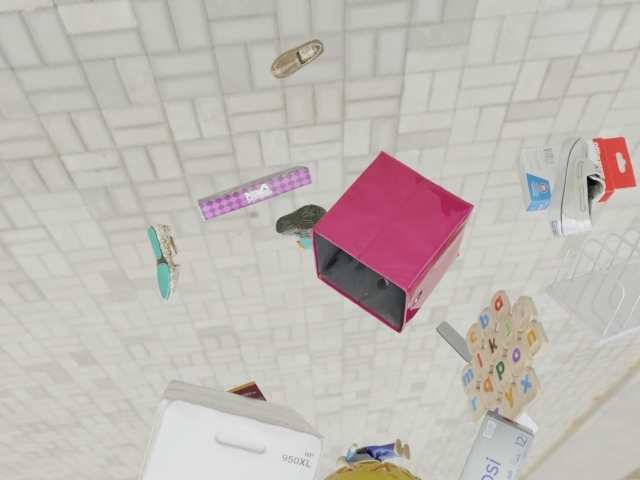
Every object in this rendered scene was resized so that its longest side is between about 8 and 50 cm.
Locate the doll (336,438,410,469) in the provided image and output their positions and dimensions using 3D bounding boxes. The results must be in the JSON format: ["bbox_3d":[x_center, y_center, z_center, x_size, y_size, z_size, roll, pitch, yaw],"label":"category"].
[{"bbox_3d":[0.118,0.524,1.655,0.189,0.046,0.129,-24,135,29],"label":"doll"}]

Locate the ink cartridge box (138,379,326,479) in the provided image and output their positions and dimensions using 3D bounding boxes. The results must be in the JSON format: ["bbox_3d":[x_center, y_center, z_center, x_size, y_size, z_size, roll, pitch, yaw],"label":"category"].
[{"bbox_3d":[-0.175,0.386,1.283,0.286,0.166,0.395,16,170,-7],"label":"ink cartridge box"}]

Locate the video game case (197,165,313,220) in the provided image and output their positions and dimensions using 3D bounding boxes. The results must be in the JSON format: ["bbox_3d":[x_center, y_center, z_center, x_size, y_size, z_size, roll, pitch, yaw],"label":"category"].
[{"bbox_3d":[-0.145,-0.103,1.436,0.232,0.041,0.210,-20,-171,-9],"label":"video game case"}]

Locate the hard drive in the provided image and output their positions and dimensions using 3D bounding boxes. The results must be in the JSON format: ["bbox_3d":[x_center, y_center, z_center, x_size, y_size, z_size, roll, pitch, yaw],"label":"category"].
[{"bbox_3d":[0.503,0.415,2.060,0.047,0.233,0.353,-41,113,0],"label":"hard drive"}]

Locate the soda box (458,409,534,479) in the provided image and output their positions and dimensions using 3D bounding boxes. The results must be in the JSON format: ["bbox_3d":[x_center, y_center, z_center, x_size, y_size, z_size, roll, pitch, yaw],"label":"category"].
[{"bbox_3d":[0.286,0.455,1.214,0.091,0.286,0.098,22,179,17],"label":"soda box"}]

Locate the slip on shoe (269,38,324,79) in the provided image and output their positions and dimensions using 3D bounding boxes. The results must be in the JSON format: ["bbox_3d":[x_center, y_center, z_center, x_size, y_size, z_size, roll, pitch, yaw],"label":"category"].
[{"bbox_3d":[-0.052,-0.398,1.496,0.136,0.041,0.051,-24,108,9],"label":"slip on shoe"}]

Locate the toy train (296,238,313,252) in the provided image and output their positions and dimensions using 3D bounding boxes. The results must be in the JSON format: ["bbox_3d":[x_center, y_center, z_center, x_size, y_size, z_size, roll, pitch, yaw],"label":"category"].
[{"bbox_3d":[0.000,0.000,2.392,0.167,0.125,0.046,13,165,18],"label":"toy train"}]

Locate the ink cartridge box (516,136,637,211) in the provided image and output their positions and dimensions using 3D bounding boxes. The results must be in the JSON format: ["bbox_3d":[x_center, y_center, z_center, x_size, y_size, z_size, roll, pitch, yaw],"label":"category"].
[{"bbox_3d":[0.577,-0.151,1.544,0.231,0.134,0.078,-7,163,5],"label":"ink cartridge box"}]

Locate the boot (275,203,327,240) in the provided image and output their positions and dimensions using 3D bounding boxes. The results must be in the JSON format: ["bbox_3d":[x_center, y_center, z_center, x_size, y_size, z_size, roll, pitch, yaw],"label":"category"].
[{"bbox_3d":[0.005,-0.034,1.867,0.190,0.075,0.209,-8,159,43],"label":"boot"}]

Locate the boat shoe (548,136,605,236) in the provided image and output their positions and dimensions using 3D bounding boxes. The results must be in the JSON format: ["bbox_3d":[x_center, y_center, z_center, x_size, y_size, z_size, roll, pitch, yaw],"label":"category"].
[{"bbox_3d":[0.512,-0.112,1.332,0.088,0.267,0.096,-2,128,32],"label":"boat shoe"}]

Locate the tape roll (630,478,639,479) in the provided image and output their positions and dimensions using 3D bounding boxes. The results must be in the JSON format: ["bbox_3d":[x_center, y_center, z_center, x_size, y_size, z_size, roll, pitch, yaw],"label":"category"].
[{"bbox_3d":[0.392,0.367,0.754,0.080,0.188,0.189,-1,152,20],"label":"tape roll"}]

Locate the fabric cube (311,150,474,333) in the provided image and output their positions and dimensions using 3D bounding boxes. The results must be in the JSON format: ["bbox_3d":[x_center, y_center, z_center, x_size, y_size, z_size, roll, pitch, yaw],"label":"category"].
[{"bbox_3d":[0.160,0.009,1.551,0.258,0.259,0.254,-48,159,-21],"label":"fabric cube"}]

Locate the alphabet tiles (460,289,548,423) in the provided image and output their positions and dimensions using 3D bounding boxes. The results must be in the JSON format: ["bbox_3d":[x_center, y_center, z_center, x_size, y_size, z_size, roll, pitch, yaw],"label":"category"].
[{"bbox_3d":[0.380,0.254,1.425,0.021,0.277,0.284,12,129,-16],"label":"alphabet tiles"}]

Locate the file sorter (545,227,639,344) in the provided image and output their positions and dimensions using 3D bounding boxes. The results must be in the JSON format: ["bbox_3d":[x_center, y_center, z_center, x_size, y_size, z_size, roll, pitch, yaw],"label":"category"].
[{"bbox_3d":[0.727,0.089,1.621,0.278,0.192,0.173,-14,133,-23],"label":"file sorter"}]

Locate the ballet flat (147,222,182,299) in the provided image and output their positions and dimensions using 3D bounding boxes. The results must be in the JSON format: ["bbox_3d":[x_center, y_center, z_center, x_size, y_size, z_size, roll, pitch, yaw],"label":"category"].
[{"bbox_3d":[-0.469,0.060,2.094,0.077,0.240,0.091,-13,-176,-40],"label":"ballet flat"}]

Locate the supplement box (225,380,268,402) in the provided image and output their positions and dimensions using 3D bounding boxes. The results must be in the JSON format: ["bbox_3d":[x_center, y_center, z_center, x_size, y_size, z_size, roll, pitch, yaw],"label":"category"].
[{"bbox_3d":[-0.154,0.445,1.623,0.081,0.188,0.104,-16,132,-27],"label":"supplement box"}]

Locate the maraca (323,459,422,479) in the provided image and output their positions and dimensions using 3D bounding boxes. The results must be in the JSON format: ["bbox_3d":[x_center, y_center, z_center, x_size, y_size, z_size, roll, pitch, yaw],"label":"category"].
[{"bbox_3d":[0.076,0.283,0.713,0.186,0.099,0.127,-8,143,17],"label":"maraca"}]
